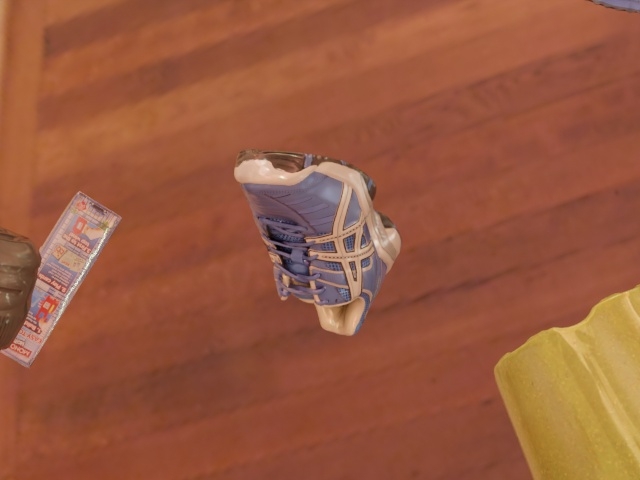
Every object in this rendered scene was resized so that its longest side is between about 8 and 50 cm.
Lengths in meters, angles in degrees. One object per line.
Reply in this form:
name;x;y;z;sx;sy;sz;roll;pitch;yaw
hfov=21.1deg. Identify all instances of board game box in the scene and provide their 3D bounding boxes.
board game box;-0.312;0.051;1.968;0.194;0.060;0.194;-60;9;-13

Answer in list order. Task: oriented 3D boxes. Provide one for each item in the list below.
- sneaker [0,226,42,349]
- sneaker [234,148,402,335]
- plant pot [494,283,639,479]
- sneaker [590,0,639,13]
sneaker;-0.156;0.040;0.514;0.227;0.087;0.130;17;83;64
sneaker;0.000;0.000;1.171;0.080;0.211;0.081;7;71;28
plant pot;0.295;0.190;1.608;0.276;0.276;0.254;-28;78;0
sneaker;0.154;-0.185;0.986;0.209;0.082;0.069;26;25;31
